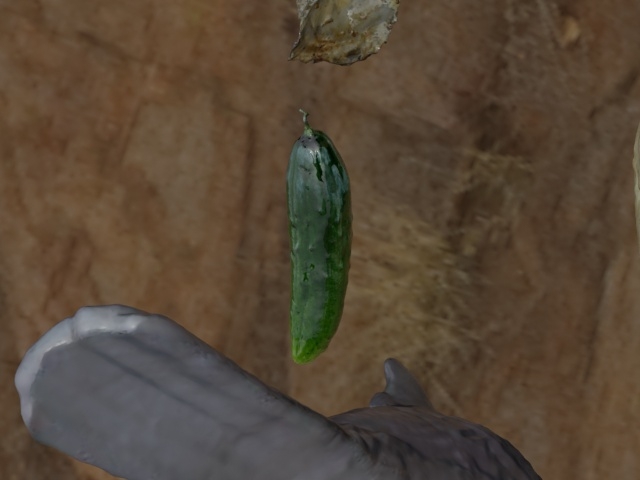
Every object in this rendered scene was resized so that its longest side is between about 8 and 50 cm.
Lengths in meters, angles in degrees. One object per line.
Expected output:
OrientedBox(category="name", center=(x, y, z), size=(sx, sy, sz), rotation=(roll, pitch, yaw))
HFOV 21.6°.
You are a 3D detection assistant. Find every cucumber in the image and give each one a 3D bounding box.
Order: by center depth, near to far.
OrientedBox(category="cucumber", center=(0.000, 0.000, 0.954), size=(0.039, 0.039, 0.168), rotation=(35, 133, 45))

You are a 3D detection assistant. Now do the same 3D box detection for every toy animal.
OrientedBox(category="toy animal", center=(0.045, 0.112, 0.571), size=(0.206, 0.367, 0.081), rotation=(45, 98, 16))

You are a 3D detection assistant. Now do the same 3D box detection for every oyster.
OrientedBox(category="oyster", center=(0.027, -0.233, 1.555), size=(0.177, 0.105, 0.056), rotation=(107, 152, -42))

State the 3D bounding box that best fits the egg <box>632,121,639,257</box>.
OrientedBox(category="egg", center=(0.341, -0.001, 0.916), size=(0.345, 0.283, 0.283), rotation=(8, 81, 8))
